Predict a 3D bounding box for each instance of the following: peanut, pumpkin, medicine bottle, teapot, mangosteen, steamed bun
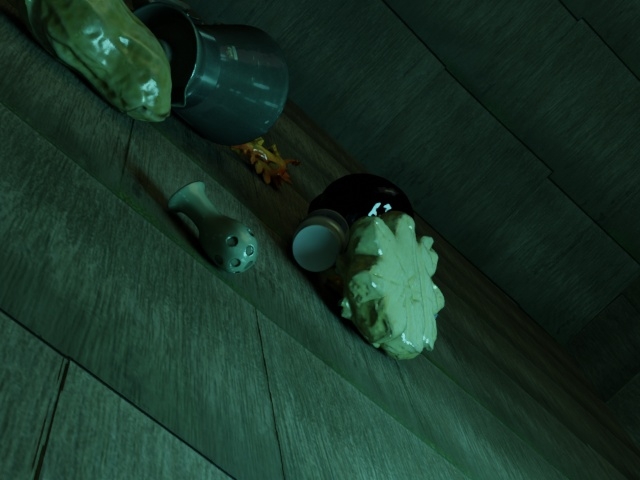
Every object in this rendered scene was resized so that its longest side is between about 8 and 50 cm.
[{"bbox_3d":[-0.376,-0.347,1.711,0.340,0.158,0.174,42,-11,-30],"label":"peanut"},{"bbox_3d":[0.052,0.099,1.932,0.101,0.035,0.073,43,8,6],"label":"pumpkin"},{"bbox_3d":[0.000,0.000,1.928,0.103,0.103,0.186,44,10,-2],"label":"medicine bottle"},{"bbox_3d":[-0.240,-0.350,1.980,0.300,0.253,0.344,64,20,15],"label":"teapot"},{"bbox_3d":[0.088,-0.040,2.163,0.243,0.243,0.243,42,11,-10],"label":"mangosteen"},{"bbox_3d":[0.110,0.084,1.849,0.292,0.137,0.295,58,38,-33],"label":"steamed bun"}]

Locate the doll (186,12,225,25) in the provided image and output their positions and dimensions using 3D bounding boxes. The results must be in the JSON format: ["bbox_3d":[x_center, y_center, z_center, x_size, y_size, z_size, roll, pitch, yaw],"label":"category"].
[{"bbox_3d":[-0.254,-0.449,2.525,0.235,0.174,0.330,43,10,27],"label":"doll"}]

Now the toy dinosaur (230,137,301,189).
[{"bbox_3d":[-0.112,-0.170,2.279,0.288,0.070,0.117,20,36,-57],"label":"toy dinosaur"}]

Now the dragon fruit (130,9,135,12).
[{"bbox_3d":[-0.383,-0.418,2.079,0.142,0.121,0.130,69,24,-44],"label":"dragon fruit"}]

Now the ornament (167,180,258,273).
[{"bbox_3d":[-0.155,-0.014,1.492,0.075,0.081,0.156,-25,62,-43],"label":"ornament"}]

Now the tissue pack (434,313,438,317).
[{"bbox_3d":[0.169,0.148,2.092,0.111,0.079,0.085,44,-25,-10],"label":"tissue pack"}]
